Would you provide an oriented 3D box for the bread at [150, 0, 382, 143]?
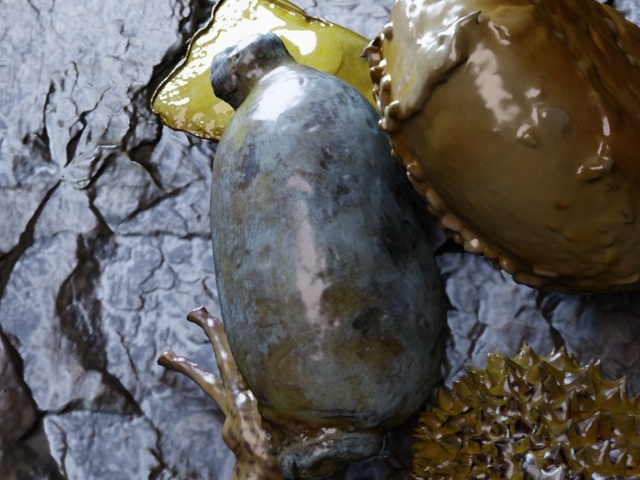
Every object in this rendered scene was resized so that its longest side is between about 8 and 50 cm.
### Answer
[{"bbox_3d":[-0.018,-0.119,1.144,0.233,0.088,0.160,28,81,21],"label":"bread"}]

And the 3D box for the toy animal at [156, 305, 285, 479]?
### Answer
[{"bbox_3d":[-0.065,0.162,1.045,0.149,0.054,0.275,-12,65,12],"label":"toy animal"}]

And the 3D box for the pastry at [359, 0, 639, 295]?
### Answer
[{"bbox_3d":[0.158,-0.079,0.973,0.184,0.316,0.284,-41,43,29],"label":"pastry"}]

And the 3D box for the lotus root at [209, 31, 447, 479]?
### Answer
[{"bbox_3d":[0.002,-0.001,0.985,0.175,0.175,0.349,-13,77,9],"label":"lotus root"}]

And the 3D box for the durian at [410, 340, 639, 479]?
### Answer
[{"bbox_3d":[0.169,0.171,0.938,0.183,0.138,0.249,-37,56,6],"label":"durian"}]
